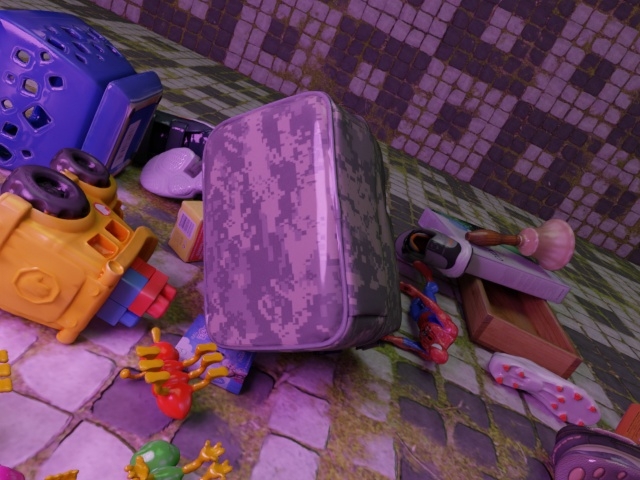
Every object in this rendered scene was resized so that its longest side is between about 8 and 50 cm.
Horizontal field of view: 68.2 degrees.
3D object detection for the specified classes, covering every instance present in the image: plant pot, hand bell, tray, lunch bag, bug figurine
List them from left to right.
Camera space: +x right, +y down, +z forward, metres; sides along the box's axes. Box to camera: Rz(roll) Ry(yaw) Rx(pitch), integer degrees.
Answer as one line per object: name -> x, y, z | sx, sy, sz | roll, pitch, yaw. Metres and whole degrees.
plant pot -> -0.419, -0.226, 0.807 | 0.212, 0.235, 0.236 | 29, 21, -13
bug figurine -> -0.201, 0.158, 0.389 | 0.279, 0.072, 0.216 | 11, 32, -43
lunch bag -> 0.000, 0.000, 0.624 | 0.213, 0.304, 0.256 | -11, -12, 32
tray -> 0.429, 0.143, 1.101 | 0.203, 0.076, 0.411 | 26, 21, 0
hand bell -> 0.441, -0.001, 1.090 | 0.242, 0.126, 0.126 | 6, 28, -17

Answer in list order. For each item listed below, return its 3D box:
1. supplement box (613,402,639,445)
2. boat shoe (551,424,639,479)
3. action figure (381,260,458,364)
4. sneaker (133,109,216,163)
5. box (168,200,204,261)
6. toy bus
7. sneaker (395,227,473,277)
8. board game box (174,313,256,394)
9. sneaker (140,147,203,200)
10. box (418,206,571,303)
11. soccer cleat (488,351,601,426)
supplement box -> 0.558, 0.311, 0.699 | 0.078, 0.080, 0.233 | 41, -14, 1
boat shoe -> 0.485, 0.350, 0.630 | 0.356, 0.132, 0.130 | 29, 23, 5
action figure -> 0.160, 0.115, 0.851 | 0.139, 0.091, 0.280 | 28, 20, -13
sneaker -> -0.340, -0.211, 0.988 | 0.322, 0.126, 0.127 | 20, 16, 12
box -> -0.142, -0.019, 0.826 | 0.058, 0.087, 0.232 | 40, 25, 30
toy bus -> -0.269, 0.013, 0.563 | 0.212, 0.149, 0.220 | 34, 17, -16
sneaker -> 0.227, 0.007, 1.056 | 0.108, 0.100, 0.271 | 25, -2, -15
board game box -> -0.127, 0.137, 0.582 | 0.090, 0.020, 0.090 | 25, 21, -3
sneaker -> -0.202, -0.098, 0.910 | 0.269, 0.101, 0.153 | 1, -24, 18
box -> 0.423, 0.033, 1.166 | 0.322, 0.058, 0.232 | 19, 23, -21
soccer cleat -> 0.393, 0.253, 0.832 | 0.196, 0.068, 0.076 | 27, 19, 10
